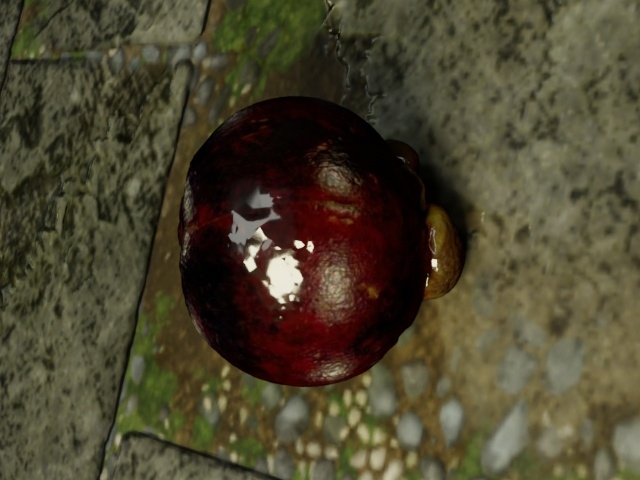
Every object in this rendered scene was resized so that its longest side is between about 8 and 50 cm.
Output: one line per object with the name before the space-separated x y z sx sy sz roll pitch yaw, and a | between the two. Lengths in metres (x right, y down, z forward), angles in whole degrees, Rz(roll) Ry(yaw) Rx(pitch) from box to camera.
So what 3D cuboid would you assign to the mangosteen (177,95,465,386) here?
mangosteen | 0.000 0.000 0.674 0.152 0.152 0.153 -15 68 42
